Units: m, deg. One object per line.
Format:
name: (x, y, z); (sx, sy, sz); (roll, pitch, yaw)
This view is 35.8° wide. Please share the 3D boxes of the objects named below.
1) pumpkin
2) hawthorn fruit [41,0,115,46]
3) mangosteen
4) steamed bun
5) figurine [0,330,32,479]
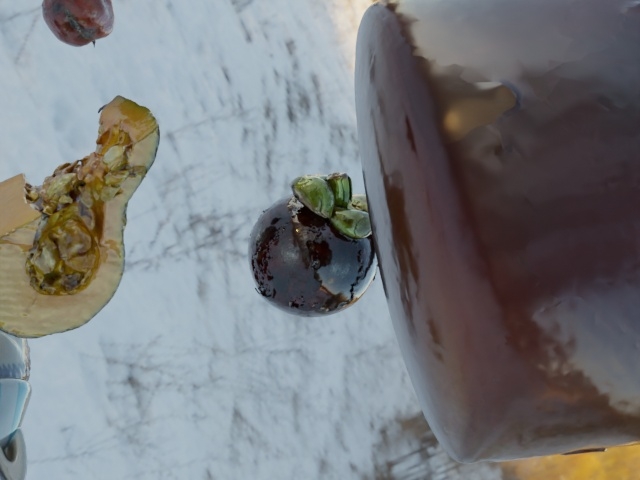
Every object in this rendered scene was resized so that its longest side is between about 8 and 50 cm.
pumpkin: (-0.312, -0.036, 1.113); (0.190, 0.281, 0.139); (8, 21, -32)
hawthorn fruit: (-0.289, -0.275, 1.200); (0.093, 0.093, 0.093); (-24, 90, -83)
mangosteen: (0.000, 0.000, 1.155); (0.166, 0.180, 0.166); (21, 28, -11)
steamed bun: (0.151, -0.041, 0.723); (0.248, 0.235, 0.379); (81, 0, -65)
figurine: (-0.627, 0.264, 1.545); (0.266, 0.361, 0.378); (51, 11, -48)
